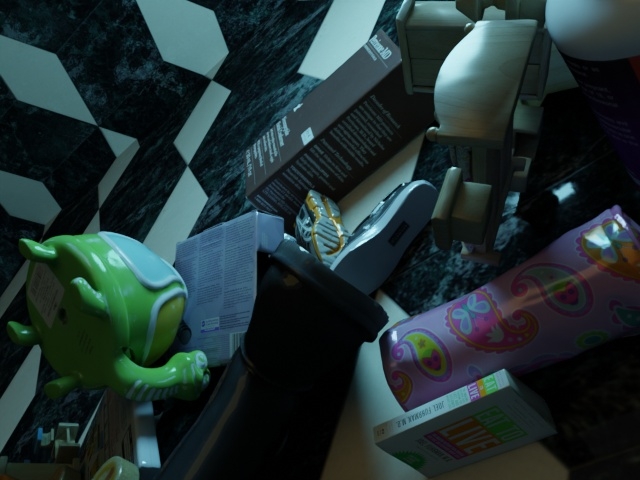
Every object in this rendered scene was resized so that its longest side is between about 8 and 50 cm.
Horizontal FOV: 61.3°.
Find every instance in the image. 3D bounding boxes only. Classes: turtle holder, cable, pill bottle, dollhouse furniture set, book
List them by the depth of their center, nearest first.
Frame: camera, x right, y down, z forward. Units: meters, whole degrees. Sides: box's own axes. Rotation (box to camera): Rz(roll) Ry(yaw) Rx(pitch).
[{"bbox_3d":[0.314,-0.164,0.451,0.181,0.323,0.181,-33,35,26],"label":"pill bottle"},{"bbox_3d":[0.137,0.179,0.522,0.144,0.096,0.035,-34,35,24],"label":"book"},{"bbox_3d":[0.132,-0.093,0.596,0.173,0.303,0.356,12,62,24],"label":"dollhouse furniture set"},{"bbox_3d":[-0.322,0.112,0.872,0.320,0.227,0.243,10,102,34],"label":"turtle holder"},{"bbox_3d":[-0.522,0.437,0.985,0.183,0.129,0.129,28,103,62],"label":"dollhouse furniture set"},{"bbox_3d":[-0.320,0.248,1.016,0.184,0.047,0.151,158,115,-64],"label":"cable"}]

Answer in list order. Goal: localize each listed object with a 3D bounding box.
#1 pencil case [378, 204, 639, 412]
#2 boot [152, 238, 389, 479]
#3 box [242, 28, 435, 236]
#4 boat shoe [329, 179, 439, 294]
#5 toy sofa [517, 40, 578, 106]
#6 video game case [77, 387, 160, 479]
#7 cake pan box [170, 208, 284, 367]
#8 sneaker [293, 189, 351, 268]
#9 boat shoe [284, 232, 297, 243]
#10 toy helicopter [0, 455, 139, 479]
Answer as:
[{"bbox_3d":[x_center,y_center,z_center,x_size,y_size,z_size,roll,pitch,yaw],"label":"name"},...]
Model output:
[{"bbox_3d":[0.198,0.083,0.533,0.284,0.124,0.124,-33,35,24],"label":"pencil case"},{"bbox_3d":[-0.114,0.235,0.619,0.445,0.146,0.367,-52,-9,-12],"label":"boot"},{"bbox_3d":[0.029,-0.203,1.037,0.381,0.143,0.191,-38,33,15],"label":"box"},{"bbox_3d":[0.081,-0.004,0.814,0.228,0.080,0.076,-51,25,-5],"label":"boat shoe"},{"bbox_3d":[0.378,-0.275,0.636,0.362,0.177,0.150,1,57,53],"label":"toy sofa"},{"bbox_3d":[-0.353,0.375,0.906,0.300,0.036,0.329,-63,29,12],"label":"video game case"},{"bbox_3d":[-0.163,0.095,0.936,0.267,0.070,0.246,-19,69,42],"label":"cake pan box"},{"bbox_3d":[0.000,0.000,0.919,0.083,0.084,0.215,-51,25,23],"label":"sneaker"},{"bbox_3d":[-0.147,0.042,1.032,0.258,0.095,0.084,-13,42,46],"label":"boat shoe"},{"bbox_3d":[-0.374,0.412,0.740,0.355,0.140,0.235,-38,27,23],"label":"toy helicopter"}]
